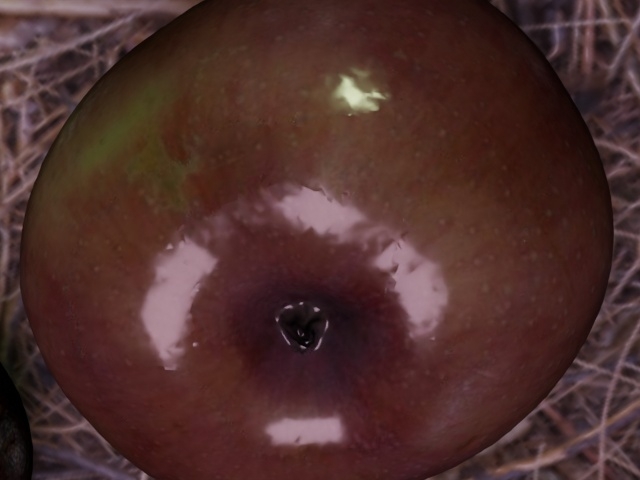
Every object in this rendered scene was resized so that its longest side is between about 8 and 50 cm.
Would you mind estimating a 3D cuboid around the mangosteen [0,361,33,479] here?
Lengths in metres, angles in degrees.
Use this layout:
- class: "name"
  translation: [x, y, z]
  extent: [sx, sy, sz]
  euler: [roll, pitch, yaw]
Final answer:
- class: "mangosteen"
  translation: [-0.284, 0.124, 0.883]
  extent: [0.216, 0.216, 0.216]
  euler: [1, 110, 4]

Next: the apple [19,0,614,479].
- class: "apple"
  translation: [0.000, 0.000, 0.805]
  extent: [0.306, 0.235, 0.305]
  euler: [1, 111, 3]
